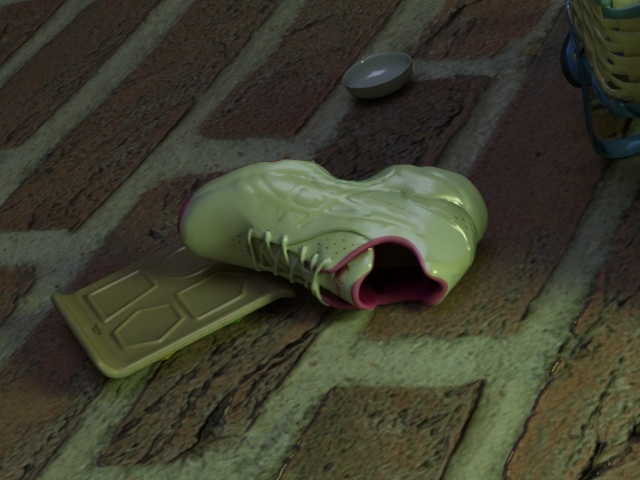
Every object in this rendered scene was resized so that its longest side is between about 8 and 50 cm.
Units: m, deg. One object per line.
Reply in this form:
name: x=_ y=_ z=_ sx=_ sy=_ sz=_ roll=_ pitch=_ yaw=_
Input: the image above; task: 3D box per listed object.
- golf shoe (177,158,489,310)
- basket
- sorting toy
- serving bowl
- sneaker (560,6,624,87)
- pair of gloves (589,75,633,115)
golf shoe: x=0.000 y=0.000 z=1.692 sx=0.306 sy=0.115 sz=0.140 roll=-2 pitch=42 yaw=18
basket: x=0.354 y=-0.202 z=1.653 sx=0.254 sy=0.289 sz=0.201 roll=-17 pitch=45 yaw=7
sorting toy: x=-0.146 y=0.061 z=1.782 sx=0.208 sy=0.038 sz=0.193 roll=-23 pitch=28 yaw=-14
serving bowl: x=0.069 y=-0.186 z=2.069 sx=0.083 sy=0.027 sz=0.083 roll=-16 pitch=29 yaw=9
sneaker: x=0.332 y=-0.220 z=1.817 sx=0.209 sy=0.069 sz=0.082 roll=-32 pitch=18 yaw=-26
pair of gloves: x=0.389 y=-0.194 z=1.863 sx=0.240 sy=0.042 sz=0.204 roll=-13 pitch=28 yaw=14
